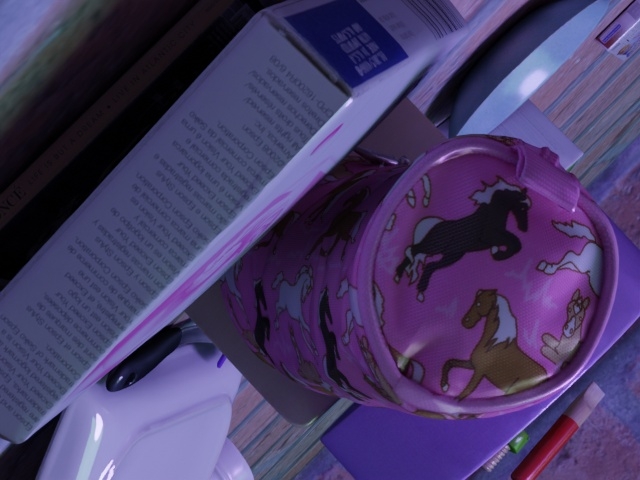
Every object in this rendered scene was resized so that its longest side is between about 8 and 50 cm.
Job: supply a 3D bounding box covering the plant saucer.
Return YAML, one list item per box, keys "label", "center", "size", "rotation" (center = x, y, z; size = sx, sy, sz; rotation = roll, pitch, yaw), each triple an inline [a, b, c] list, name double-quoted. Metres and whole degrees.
- label: "plant saucer"
  center: [0.172, -0.156, 1.662]
  size: [0.195, 0.037, 0.195]
  rotation: [-42, 170, -9]

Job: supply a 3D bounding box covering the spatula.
- label: "spatula"
  center: [-0.105, 0.083, 1.566]
  size: [0.084, 0.030, 0.296]
  rotation: [-60, 164, 20]

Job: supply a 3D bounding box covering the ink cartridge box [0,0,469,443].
- label: "ink cartridge box"
  center: [-0.075, -0.006, 1.017]
  size: [0.330, 0.071, 0.324]
  rotation: [-46, 179, 19]

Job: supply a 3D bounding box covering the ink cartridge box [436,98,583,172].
- label: "ink cartridge box"
  center: [0.133, -0.051, 1.746]
  size: [0.209, 0.109, 0.062]
  rotation: [-38, 169, -30]

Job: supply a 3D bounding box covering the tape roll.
- label: "tape roll"
  center: [0.128, 0.089, 1.422]
  size: [0.275, 0.090, 0.275]
  rotation: [-42, 177, -3]

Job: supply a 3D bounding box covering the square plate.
- label: "square plate"
  center: [-0.176, 0.255, 1.609]
  size: [0.344, 0.049, 0.347]
  rotation: [-69, 164, 11]

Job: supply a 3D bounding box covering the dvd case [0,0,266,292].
- label: "dvd case"
  center: [-0.108, -0.046, 0.997]
  size: [0.221, 0.018, 0.164]
  rotation: [-44, 173, 2]

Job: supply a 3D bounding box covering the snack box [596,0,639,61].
- label: "snack box"
  center: [0.348, -0.234, 2.116]
  size: [0.064, 0.022, 0.178]
  rotation: [-46, 171, 11]

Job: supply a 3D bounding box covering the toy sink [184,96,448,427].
- label: "toy sink"
  center: [0.021, 0.021, 1.454]
  size: [0.234, 0.153, 0.131]
  rotation: [-43, 172, -6]

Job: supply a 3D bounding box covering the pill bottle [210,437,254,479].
- label: "pill bottle"
  center: [-0.176, 0.285, 1.908]
  size: [0.221, 0.124, 0.124]
  rotation: [-38, 170, -22]

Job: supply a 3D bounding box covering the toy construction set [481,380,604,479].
- label: "toy construction set"
  center: [0.180, 0.079, 2.039]
  size: [0.237, 0.309, 0.257]
  rotation: [-46, 180, -13]

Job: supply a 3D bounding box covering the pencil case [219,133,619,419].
- label: "pencil case"
  center: [0.048, 0.019, 1.184]
  size: [0.160, 0.167, 0.386]
  rotation: [-9, -176, -14]
